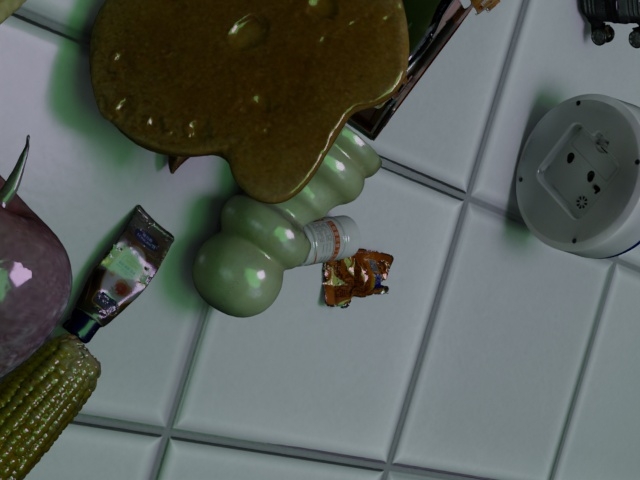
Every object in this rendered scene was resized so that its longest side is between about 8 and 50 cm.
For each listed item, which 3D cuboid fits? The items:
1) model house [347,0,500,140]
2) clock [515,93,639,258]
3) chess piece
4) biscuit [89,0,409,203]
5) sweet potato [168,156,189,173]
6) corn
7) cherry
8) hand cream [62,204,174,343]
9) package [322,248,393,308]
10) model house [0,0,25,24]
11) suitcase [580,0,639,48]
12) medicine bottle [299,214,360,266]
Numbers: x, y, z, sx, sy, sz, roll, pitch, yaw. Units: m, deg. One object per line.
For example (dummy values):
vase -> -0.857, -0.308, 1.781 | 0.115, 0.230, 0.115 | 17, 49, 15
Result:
model house -> 0.104, -0.236, 1.450 | 0.294, 0.207, 0.154 | -54, 133, -18
clock -> 0.388, -0.092, 1.717 | 0.083, 0.230, 0.230 | 13, 91, -43
chess piece -> -0.053, -0.025, 1.410 | 0.144, 0.144, 0.251 | 40, 78, -40
biscuit -> -0.067, -0.180, 1.278 | 0.343, 0.057, 0.287 | -17, 86, -5
sweet potato -> -0.149, -0.118, 1.365 | 0.034, 0.034, 0.095 | 41, 72, -40
corn -> -0.345, 0.228, 1.235 | 0.320, 0.097, 0.097 | -50, 128, -23
cherry -> -0.344, 0.023, 1.091 | 0.285, 0.236, 0.213 | -53, 144, -5
hand cream -> -0.224, 0.041, 1.334 | 0.062, 0.039, 0.163 | 42, 69, -23
package -> 0.051, 0.048, 1.583 | 0.110, 0.033, 0.077 | 0, 109, -37
model house -> -0.359, -0.273, 1.069 | 0.193, 0.175, 0.234 | -47, 137, -24
suitcase -> 0.479, -0.458, 1.782 | 0.202, 0.128, 0.312 | -25, 115, -36
medicine bottle -> 0.000, 0.000, 1.510 | 0.089, 0.057, 0.057 | -9, 106, -41
